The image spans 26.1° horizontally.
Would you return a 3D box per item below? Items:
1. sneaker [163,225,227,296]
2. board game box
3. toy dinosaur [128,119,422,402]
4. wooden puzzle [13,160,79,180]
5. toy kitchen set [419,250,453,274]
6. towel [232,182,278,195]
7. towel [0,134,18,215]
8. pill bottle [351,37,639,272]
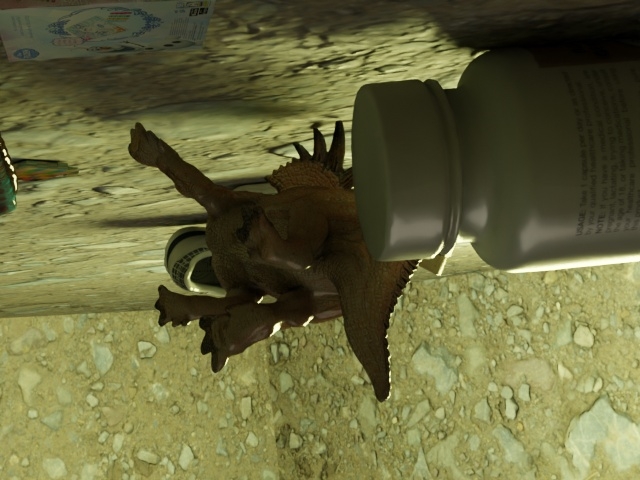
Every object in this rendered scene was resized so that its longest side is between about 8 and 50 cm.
[{"bbox_3d":[-0.056,0.028,1.553,0.235,0.090,0.095,-6,-166,-15],"label":"sneaker"},{"bbox_3d":[-0.093,-0.098,0.594,0.090,0.020,0.090,-6,175,-10],"label":"board game box"},{"bbox_3d":[0.000,0.000,0.910,0.200,0.127,0.295,-5,-160,-33],"label":"toy dinosaur"},{"bbox_3d":[-0.218,-0.052,1.038,0.049,0.006,0.083,-10,173,38],"label":"wooden puzzle"},{"bbox_3d":[0.108,-0.014,1.504,0.068,0.083,0.075,27,-170,24],"label":"toy kitchen set"},{"bbox_3d":[0.003,-0.031,1.402,0.209,0.034,0.285,-5,175,-7],"label":"towel"},{"bbox_3d":[-0.343,-0.040,0.660,0.370,0.040,0.271,-5,167,-8],"label":"towel"},{"bbox_3d":[0.139,-0.049,0.802,0.229,0.131,0.131,-5,175,-9],"label":"pill bottle"}]
